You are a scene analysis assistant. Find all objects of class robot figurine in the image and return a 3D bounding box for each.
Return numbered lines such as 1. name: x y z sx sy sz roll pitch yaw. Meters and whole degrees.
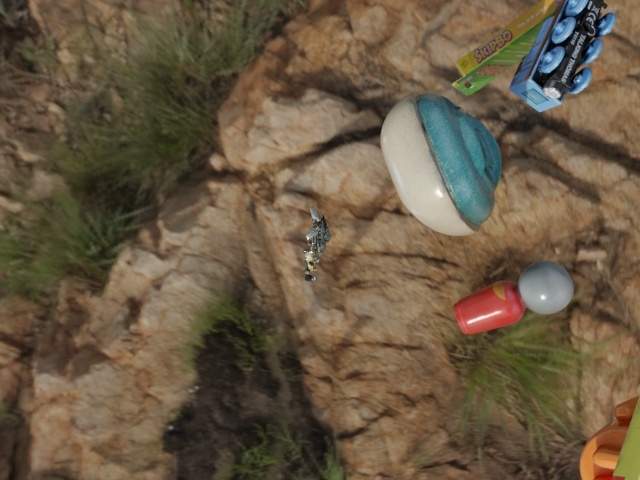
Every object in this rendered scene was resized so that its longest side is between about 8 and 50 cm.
1. robot figurine: 0.459 0.323 1.367 0.128 0.219 0.158 -37 72 24

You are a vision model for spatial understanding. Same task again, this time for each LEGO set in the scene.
1. LEGO set: 0.000 0.003 0.799 0.024 0.054 0.083 0 49 4

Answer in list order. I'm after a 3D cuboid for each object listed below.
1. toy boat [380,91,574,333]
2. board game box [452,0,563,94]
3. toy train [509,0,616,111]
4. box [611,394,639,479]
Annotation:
1. toy boat: 0.196 -0.044 1.171 0.148 0.267 0.318 -23 87 15
2. board game box: 0.320 -0.320 1.461 0.259 0.124 0.039 -37 77 17
3. toy train: 0.345 -0.274 1.321 0.080 0.105 0.184 32 72 -19
4. box: 0.326 0.253 0.899 0.087 0.058 0.232 24 77 -5
